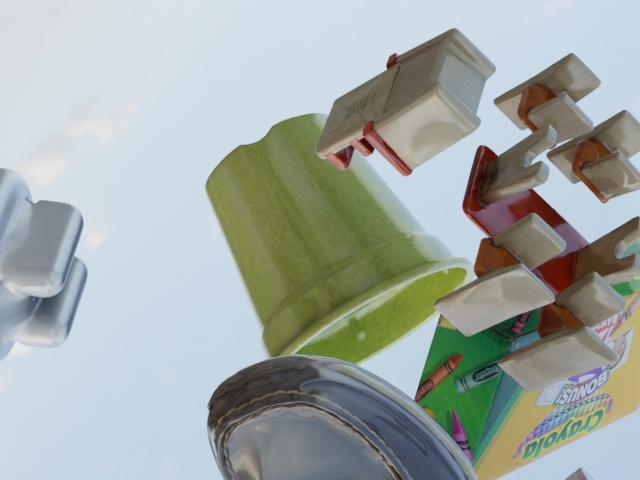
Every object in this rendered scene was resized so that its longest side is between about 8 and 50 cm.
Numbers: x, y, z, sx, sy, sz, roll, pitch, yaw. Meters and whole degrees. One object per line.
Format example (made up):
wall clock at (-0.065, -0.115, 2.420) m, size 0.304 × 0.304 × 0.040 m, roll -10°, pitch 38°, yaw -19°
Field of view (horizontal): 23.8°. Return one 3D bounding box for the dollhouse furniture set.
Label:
dollhouse furniture set at (0.138, -0.041, 1.233) m, size 0.135 × 0.259 × 0.262 m, roll -29°, pitch -151°, yaw 39°

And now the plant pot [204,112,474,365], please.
plant pot at (0.000, 0.000, 1.780) m, size 0.276 × 0.254 × 0.276 m, roll -27°, pitch 163°, yaw -9°

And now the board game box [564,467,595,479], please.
board game box at (0.182, 0.377, 1.144) m, size 0.318 × 0.319 × 0.066 m, roll -43°, pitch -159°, yaw 12°

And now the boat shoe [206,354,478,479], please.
boat shoe at (0.056, 0.218, 0.873) m, size 0.132 × 0.355 × 0.130 m, roll -30°, pitch -158°, yaw 13°

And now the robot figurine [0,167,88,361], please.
robot figurine at (-0.414, 0.017, 1.497) m, size 0.199 × 0.353 × 0.300 m, roll -81°, pitch 177°, yaw -51°

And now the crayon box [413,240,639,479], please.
crayon box at (0.207, 0.106, 1.375) m, size 0.081 × 0.278 × 0.165 m, roll 35°, pitch -55°, yaw 34°
